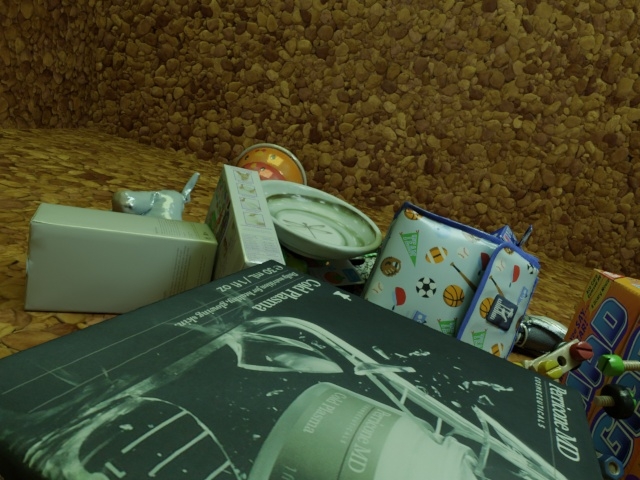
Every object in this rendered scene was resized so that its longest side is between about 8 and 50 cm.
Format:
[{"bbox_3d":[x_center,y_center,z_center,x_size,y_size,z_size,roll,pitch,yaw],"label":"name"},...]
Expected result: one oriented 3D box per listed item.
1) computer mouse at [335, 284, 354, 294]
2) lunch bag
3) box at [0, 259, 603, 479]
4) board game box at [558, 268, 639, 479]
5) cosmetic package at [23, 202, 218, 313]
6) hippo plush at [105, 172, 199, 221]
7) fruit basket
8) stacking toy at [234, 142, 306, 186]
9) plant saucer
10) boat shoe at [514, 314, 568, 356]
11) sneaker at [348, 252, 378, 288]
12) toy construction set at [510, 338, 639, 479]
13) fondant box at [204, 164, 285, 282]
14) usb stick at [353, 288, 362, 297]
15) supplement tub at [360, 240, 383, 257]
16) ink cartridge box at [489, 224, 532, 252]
[{"bbox_3d":[0.046,0.166,1.268,0.071,0.041,0.242,12,27,11],"label":"computer mouse"},{"bbox_3d":[0.316,0.129,1.122,0.385,0.328,0.239,24,-5,3],"label":"lunch bag"},{"bbox_3d":[-0.006,0.270,0.470,0.471,0.298,0.480,23,17,19],"label":"box"},{"bbox_3d":[0.727,0.313,0.884,0.356,0.357,0.356,14,15,-3],"label":"board game box"},{"bbox_3d":[-0.437,0.048,1.015,0.365,0.197,0.155,9,16,-26],"label":"cosmetic package"},{"bbox_3d":[-0.450,-0.010,1.299,0.294,0.234,0.237,-21,67,-42],"label":"hippo plush"},{"bbox_3d":[-0.089,0.034,1.327,0.352,0.166,0.327,-7,34,-23],"label":"fruit basket"},{"bbox_3d":[-0.271,-0.179,1.909,0.350,0.351,0.480,16,32,3],"label":"stacking toy"},{"bbox_3d":[-0.025,-0.041,1.281,0.400,0.101,0.400,18,23,-8],"label":"plant saucer"},{"bbox_3d":[0.558,0.276,1.340,0.340,0.127,0.158,16,19,34],"label":"boat shoe"},{"bbox_3d":[0.181,0.082,1.518,0.181,0.158,0.410,23,12,8],"label":"sneaker"},{"bbox_3d":[0.398,0.312,0.886,0.237,0.258,0.309,0,3,-5],"label":"toy construction set"},{"bbox_3d":[-0.195,0.018,1.062,0.096,0.238,0.331,6,42,-29],"label":"fondant box"},{"bbox_3d":[0.143,0.198,1.322,0.278,0.045,0.077,28,21,39],"label":"usb stick"},{"bbox_3d":[0.207,0.054,1.761,0.190,0.117,0.117,7,17,-24],"label":"supplement tub"},{"bbox_3d":[0.472,0.091,1.371,0.151,0.395,0.270,61,26,5],"label":"ink cartridge box"}]
